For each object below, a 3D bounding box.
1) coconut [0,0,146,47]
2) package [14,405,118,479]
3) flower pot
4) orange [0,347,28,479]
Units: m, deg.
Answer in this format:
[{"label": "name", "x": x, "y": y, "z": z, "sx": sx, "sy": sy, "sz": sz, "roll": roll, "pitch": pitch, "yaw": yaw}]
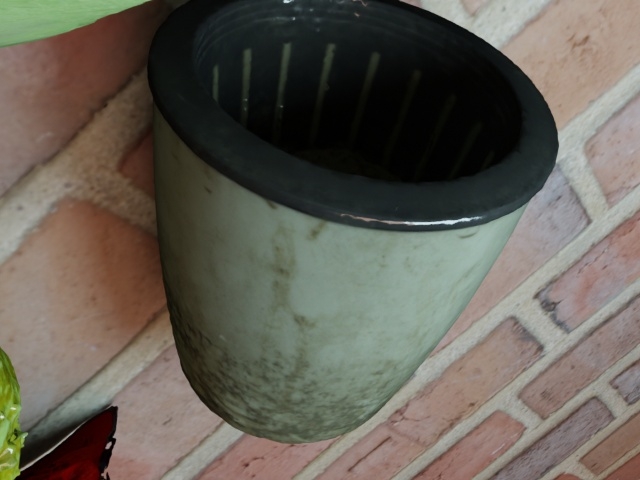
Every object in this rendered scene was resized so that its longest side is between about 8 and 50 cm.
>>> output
[{"label": "coconut", "x": -0.130, "y": -0.233, "z": 0.311, "sx": 0.328, "sy": 0.281, "sz": 0.329, "roll": 0, "pitch": 89, "yaw": -9}, {"label": "package", "x": -0.289, "y": 0.269, "z": 0.729, "sx": 0.194, "sy": 0.269, "sz": 0.071, "roll": -23, "pitch": 114, "yaw": -3}, {"label": "flower pot", "x": 0.000, "y": 0.000, "z": 0.626, "sx": 0.293, "sy": 0.294, "sz": 0.330, "roll": -10, "pitch": 136, "yaw": -24}, {"label": "orange", "x": -0.394, "y": 0.173, "z": 0.589, "sx": 0.300, "sy": 0.223, "sz": 0.301, "roll": -1, "pitch": 129, "yaw": -24}]
